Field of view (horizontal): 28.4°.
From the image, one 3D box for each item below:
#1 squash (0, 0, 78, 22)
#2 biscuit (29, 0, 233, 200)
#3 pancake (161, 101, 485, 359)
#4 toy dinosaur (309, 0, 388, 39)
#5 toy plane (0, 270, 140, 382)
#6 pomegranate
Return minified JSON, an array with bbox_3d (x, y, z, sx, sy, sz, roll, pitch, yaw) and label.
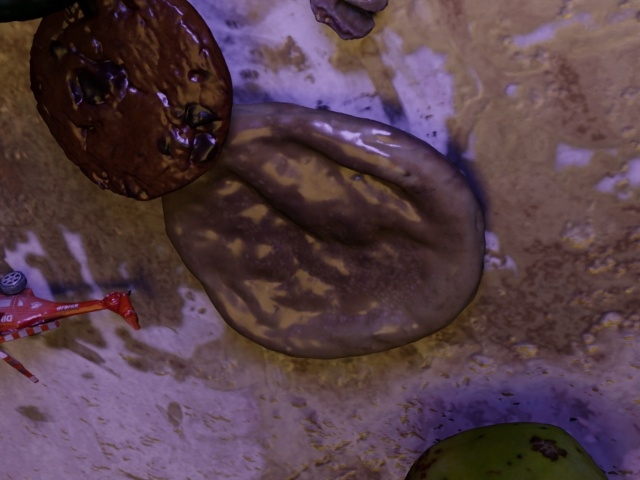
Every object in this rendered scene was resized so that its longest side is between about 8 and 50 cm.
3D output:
[{"bbox_3d":[-0.227,-0.256,0.866,0.218,0.172,0.218,26,132,34],"label":"squash"},{"bbox_3d":[-0.155,-0.120,1.018,0.192,0.049,0.192,14,123,22],"label":"biscuit"},{"bbox_3d":[0.000,0.000,1.090,0.294,0.049,0.294,8,130,10],"label":"pancake"},{"bbox_3d":[-0.053,-0.247,0.904,0.251,0.072,0.200,17,140,-10],"label":"toy dinosaur"},{"bbox_3d":[-0.271,0.063,1.203,0.194,0.077,0.126,-27,119,22],"label":"toy plane"},{"bbox_3d":[0.181,0.275,1.183,0.214,0.214,0.248,-2,163,17],"label":"pomegranate"}]
